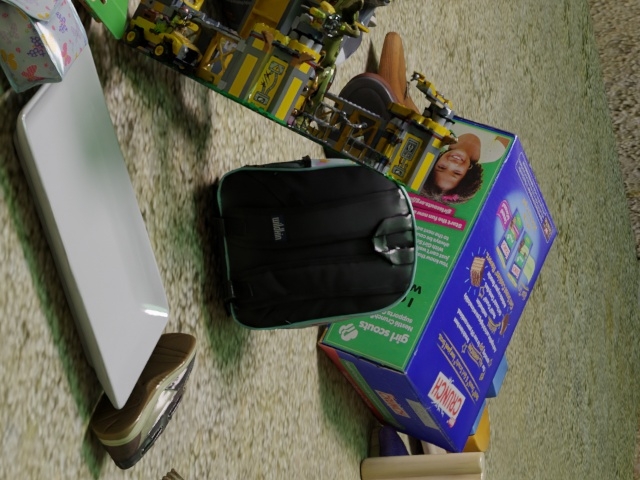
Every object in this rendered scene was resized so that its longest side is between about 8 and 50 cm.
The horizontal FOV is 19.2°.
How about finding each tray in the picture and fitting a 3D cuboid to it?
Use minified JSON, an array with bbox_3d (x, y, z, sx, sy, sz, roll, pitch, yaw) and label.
[{"bbox_3d":[-0.185,-0.012,1.508,0.145,0.030,0.270,-68,148,-56],"label":"tray"}]

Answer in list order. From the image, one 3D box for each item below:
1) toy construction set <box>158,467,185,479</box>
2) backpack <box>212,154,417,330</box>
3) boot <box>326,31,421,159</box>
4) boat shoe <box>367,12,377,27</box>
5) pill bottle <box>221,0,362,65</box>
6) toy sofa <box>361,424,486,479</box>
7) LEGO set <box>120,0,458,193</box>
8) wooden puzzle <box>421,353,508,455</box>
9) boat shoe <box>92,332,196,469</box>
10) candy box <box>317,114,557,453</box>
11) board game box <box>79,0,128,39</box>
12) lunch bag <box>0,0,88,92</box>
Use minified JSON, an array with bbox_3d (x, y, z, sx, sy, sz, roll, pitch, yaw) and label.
[{"bbox_3d":[-0.082,0.394,1.493,0.237,0.257,0.309,-41,119,-14],"label":"toy construction set"},{"bbox_3d":[0.000,0.000,1.825,0.144,0.188,0.166,-20,103,-85],"label":"backpack"},{"bbox_3d":[0.086,-0.161,2.293,0.280,0.096,0.264,-77,155,-46],"label":"boot"},{"bbox_3d":[0.012,-0.279,2.127,0.206,0.075,0.065,12,77,-67],"label":"boat shoe"},{"bbox_3d":[-0.046,-0.289,1.851,0.130,0.130,0.245,-69,149,-54],"label":"pill bottle"},{"bbox_3d":[0.166,0.378,2.314,0.362,0.150,0.177,65,27,-47],"label":"toy sofa"},{"bbox_3d":[-0.005,-0.194,1.673,0.331,0.255,0.192,24,93,-46],"label":"LEGO set"},{"bbox_3d":[0.182,0.150,2.538,0.322,0.080,0.348,-57,139,-63],"label":"wooden puzzle"},{"bbox_3d":[-0.144,0.131,1.572,0.152,0.056,0.049,-53,141,-51],"label":"boat shoe"},{"bbox_3d":[0.147,0.054,2.226,0.317,0.122,0.268,-65,154,-18],"label":"candy box"},{"bbox_3d":[-0.186,-0.303,1.571,0.124,0.039,0.259,53,34,-58],"label":"board game box"},{"bbox_3d":[-0.215,-0.164,1.418,0.071,0.053,0.083,-68,140,-57],"label":"lunch bag"}]
